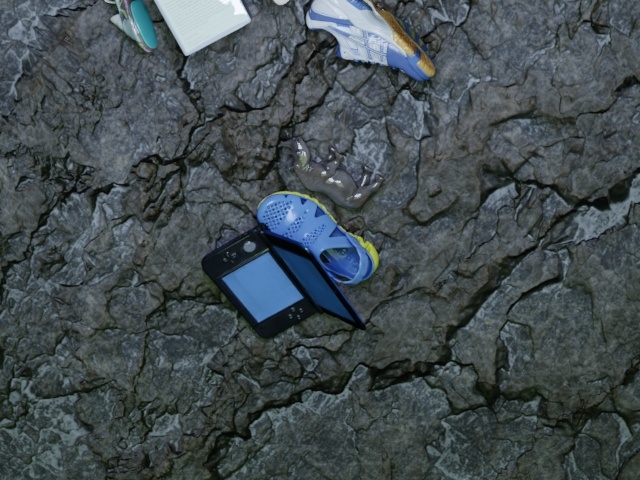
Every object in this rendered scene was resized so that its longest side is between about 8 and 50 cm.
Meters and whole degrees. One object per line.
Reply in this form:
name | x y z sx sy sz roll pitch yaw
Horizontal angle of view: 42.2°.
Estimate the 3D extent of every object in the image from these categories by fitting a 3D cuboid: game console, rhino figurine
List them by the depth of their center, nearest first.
rhino figurine | 0.014 -0.151 1.833 0.243 0.073 0.106 28 103 -11
game console | -0.083 0.121 1.834 0.250 0.173 0.293 -30 125 7

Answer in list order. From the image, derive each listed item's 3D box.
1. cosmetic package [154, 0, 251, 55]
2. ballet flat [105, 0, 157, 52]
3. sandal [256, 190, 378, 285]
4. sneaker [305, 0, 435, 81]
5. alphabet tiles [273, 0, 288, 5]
cosmetic package | -0.245 -0.491 1.653 0.152 0.151 0.183 -27 110 5
ballet flat | -0.401 -0.489 1.694 0.079 0.077 0.221 -11 106 20
sandal | 0.000 0.000 1.854 0.317 0.138 0.126 30 107 -11
sneaker | 0.105 -0.420 1.740 0.296 0.112 0.131 37 121 -13
alphabet tiles | -0.107 -0.609 1.590 0.284 0.021 0.278 -46 109 -17
